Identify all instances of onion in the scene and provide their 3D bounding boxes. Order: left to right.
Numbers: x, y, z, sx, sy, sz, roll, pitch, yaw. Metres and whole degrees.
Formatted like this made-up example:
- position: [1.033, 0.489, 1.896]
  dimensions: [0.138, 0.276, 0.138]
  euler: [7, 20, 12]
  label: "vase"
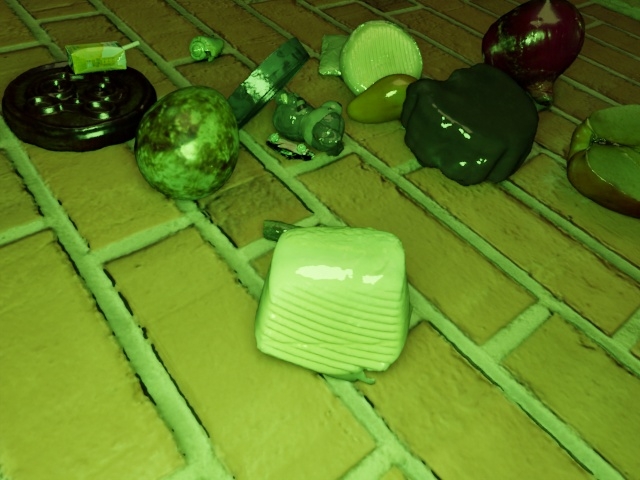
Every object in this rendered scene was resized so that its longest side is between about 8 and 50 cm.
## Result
- position: [0.771, -0.657, 1.730]
  dimensions: [0.348, 0.348, 0.385]
  euler: [-7, 83, -15]
  label: "onion"

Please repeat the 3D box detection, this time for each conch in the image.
- position: [-0.386, -0.679, 1.694]
  dimensions: [0.106, 0.079, 0.170]
  euler: [34, 42, 3]
  label: "conch"

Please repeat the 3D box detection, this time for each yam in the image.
- position: [0.000, 0.000, 1.109]
  dimensions: [0.274, 0.061, 0.061]
  euler: [11, 46, 3]
  label: "yam"

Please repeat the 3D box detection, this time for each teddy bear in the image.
- position: [-0.003, -0.321, 1.350]
  dimensions: [0.251, 0.171, 0.144]
  euler: [30, 86, 28]
  label: "teddy bear"

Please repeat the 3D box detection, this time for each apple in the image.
- position: [0.871, -0.215, 1.307]
  dimensions: [0.365, 0.295, 0.329]
  euler: [13, 20, 7]
  label: "apple"

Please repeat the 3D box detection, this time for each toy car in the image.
- position: [-0.085, -0.252, 1.337]
  dimensions: [0.142, 0.069, 0.055]
  euler: [22, 89, 11]
  label: "toy car"

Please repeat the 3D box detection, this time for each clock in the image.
- position: [-0.159, -0.420, 1.328]
  dimensions: [0.066, 0.319, 0.319]
  euler: [45, 47, -13]
  label: "clock"

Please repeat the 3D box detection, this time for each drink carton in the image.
- position: [-0.626, -0.539, 1.406]
  dimensions: [0.200, 0.074, 0.084]
  euler: [-20, 49, -32]
  label: "drink carton"

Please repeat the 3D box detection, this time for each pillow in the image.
- position: [0.139, -0.675, 1.767]
  dimensions: [0.281, 0.076, 0.274]
  euler: [7, 48, -2]
  label: "pillow"

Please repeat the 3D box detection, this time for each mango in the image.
- position: [0.202, -0.435, 1.485]
  dimensions: [0.253, 0.138, 0.113]
  euler: [-13, 46, 10]
  label: "mango"

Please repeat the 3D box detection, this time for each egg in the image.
- position: [-0.309, -0.237, 1.146]
  dimensions: [0.238, 0.238, 0.289]
  euler: [14, 77, 4]
  label: "egg"

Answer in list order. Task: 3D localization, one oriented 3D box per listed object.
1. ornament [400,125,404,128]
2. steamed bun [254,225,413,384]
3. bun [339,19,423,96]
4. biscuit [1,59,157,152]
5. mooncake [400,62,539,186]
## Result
- position: [0.289, -0.365, 1.521]
  dimensions: [0.068, 0.041, 0.092]
  euler: [-23, 63, -21]
  label: "ornament"
- position: [0.026, 0.080, 0.935]
  dimensions: [0.290, 0.273, 0.272]
  euler: [6, 30, -9]
  label: "steamed bun"
- position: [0.197, -0.576, 1.606]
  dimensions: [0.287, 0.146, 0.287]
  euler: [0, 85, -2]
  label: "bun"
- position: [-0.674, -0.401, 1.366]
  dimensions: [0.408, 0.091, 0.407]
  euler: [4, 45, -4]
  label: "biscuit"
- position: [0.428, -0.328, 1.386]
  dimensions: [0.381, 0.212, 0.350]
  euler: [-7, 53, -19]
  label: "mooncake"
